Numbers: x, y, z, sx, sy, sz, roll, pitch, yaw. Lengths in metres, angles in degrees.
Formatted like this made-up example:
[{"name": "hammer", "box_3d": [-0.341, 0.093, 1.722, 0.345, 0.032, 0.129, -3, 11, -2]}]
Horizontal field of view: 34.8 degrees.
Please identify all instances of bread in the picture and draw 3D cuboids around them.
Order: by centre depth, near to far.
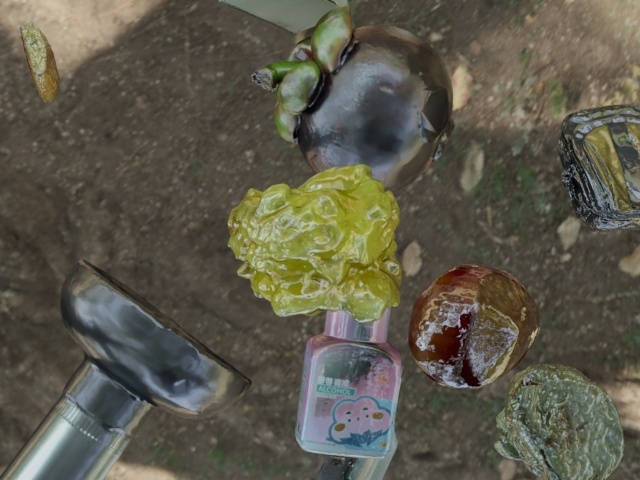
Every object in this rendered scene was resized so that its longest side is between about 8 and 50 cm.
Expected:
[{"name": "bread", "box_3d": [-0.522, -0.326, 1.916, 0.054, 0.136, 0.154, -18, 113, -8]}]

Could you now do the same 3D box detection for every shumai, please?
[{"name": "shumai", "box_3d": [0.447, 0.359, 1.983, 0.256, 0.189, 0.218, 65, 162, 4]}]

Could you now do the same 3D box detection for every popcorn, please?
[{"name": "popcorn", "box_3d": [-0.002, 0.005, 1.053, 0.197, 0.197, 0.156, 3, 109, 25]}]

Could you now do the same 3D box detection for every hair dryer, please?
[{"name": "hair dryer", "box_3d": [-0.241, 0.124, 0.675, 0.155, 0.320, 0.284, 27, 160, 50]}]

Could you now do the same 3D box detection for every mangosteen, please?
[{"name": "mangosteen", "box_3d": [0.074, -0.222, 1.707, 0.311, 0.311, 0.311, 12, 122, 20]}]

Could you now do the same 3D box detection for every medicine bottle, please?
[{"name": "medicine bottle", "box_3d": [0.038, 0.166, 1.266, 0.119, 0.094, 0.188, 7, 92, -6]}]

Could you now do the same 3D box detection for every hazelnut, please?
[{"name": "hazelnut", "box_3d": [0.222, 0.119, 1.452, 0.160, 0.201, 0.170, -46, 66, 30]}]

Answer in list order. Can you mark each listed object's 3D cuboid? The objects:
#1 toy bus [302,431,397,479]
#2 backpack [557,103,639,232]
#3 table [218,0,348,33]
[{"name": "toy bus", "box_3d": [0.046, 0.399, 1.721, 0.091, 0.262, 0.109, -8, 123, 36]}, {"name": "backpack", "box_3d": [0.488, -0.124, 1.683, 0.206, 0.258, 0.133, -7, 149, -10]}, {"name": "table", "box_3d": [-0.065, -0.447, 1.742, 0.121, 0.240, 0.111, -13, 81, 28]}]
